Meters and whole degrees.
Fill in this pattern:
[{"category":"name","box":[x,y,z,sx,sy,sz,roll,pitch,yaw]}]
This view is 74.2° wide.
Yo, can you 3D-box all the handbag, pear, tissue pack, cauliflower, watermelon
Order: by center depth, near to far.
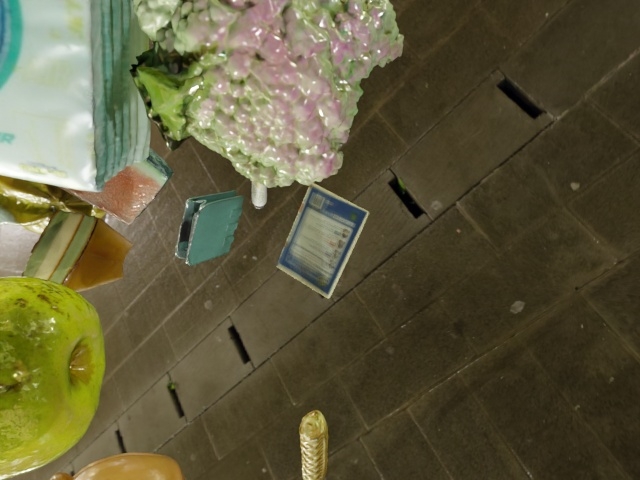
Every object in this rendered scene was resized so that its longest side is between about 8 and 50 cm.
[{"category":"tissue pack","box":[-0.324,-0.263,0.404,0.288,0.162,0.387,11,120,-6]},{"category":"cauliflower","box":[-0.060,-0.201,0.447,0.239,0.256,0.315,-47,22,39]},{"category":"pear","box":[-0.610,0.249,0.771,0.391,0.391,0.390,-4,82,30]},{"category":"watermelon","box":[-0.502,-0.148,1.003,0.148,0.319,0.226,8,99,56]},{"category":"handbag","box":[-0.430,-0.054,1.623,0.100,0.274,0.268,27,116,18]}]

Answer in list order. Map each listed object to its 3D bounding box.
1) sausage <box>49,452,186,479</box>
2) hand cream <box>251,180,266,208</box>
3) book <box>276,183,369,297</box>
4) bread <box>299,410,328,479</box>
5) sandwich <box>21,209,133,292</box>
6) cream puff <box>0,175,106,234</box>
[{"category":"sausage","box":[-0.124,0.265,0.296,0.241,0.136,0.120,70,161,-2]},{"category":"hand cream","box":[-0.169,-0.153,1.162,0.042,0.194,0.067,-24,65,-19]},{"category":"book","box":[0.000,0.000,1.398,0.228,0.018,0.322,30,107,20]},{"category":"bread","box":[-0.018,0.604,1.216,0.077,0.084,0.367,5,131,7]},{"category":"sandwich","box":[-0.661,0.065,1.173,0.155,0.198,0.227,11,66,15]},{"category":"cream puff","box":[-0.807,-0.188,1.286,0.276,0.378,0.378,-2,83,45]}]
